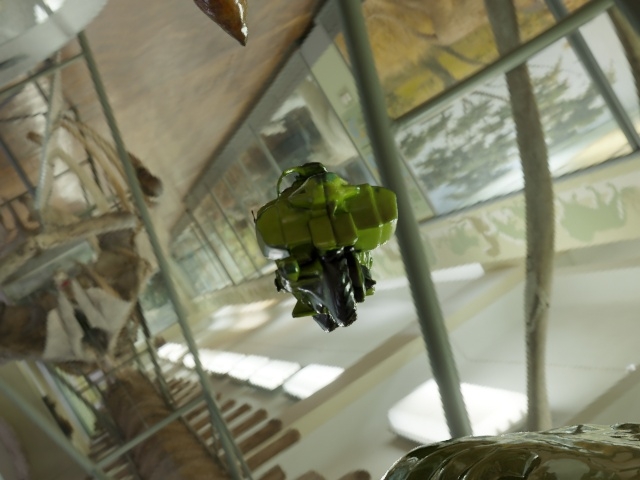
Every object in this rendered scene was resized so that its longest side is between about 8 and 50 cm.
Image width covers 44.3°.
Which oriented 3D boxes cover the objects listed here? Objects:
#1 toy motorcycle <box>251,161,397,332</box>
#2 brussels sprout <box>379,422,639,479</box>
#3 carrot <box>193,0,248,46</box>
[{"bbox_3d":[0.002,-0.001,0.891,0.142,0.206,0.342,-20,175,-5],"label":"toy motorcycle"},{"bbox_3d":[0.156,0.235,0.410,0.281,0.289,0.355,5,145,-4],"label":"brussels sprout"},{"bbox_3d":[-0.111,-0.253,0.651,0.072,0.205,0.072,-25,-159,10],"label":"carrot"}]
